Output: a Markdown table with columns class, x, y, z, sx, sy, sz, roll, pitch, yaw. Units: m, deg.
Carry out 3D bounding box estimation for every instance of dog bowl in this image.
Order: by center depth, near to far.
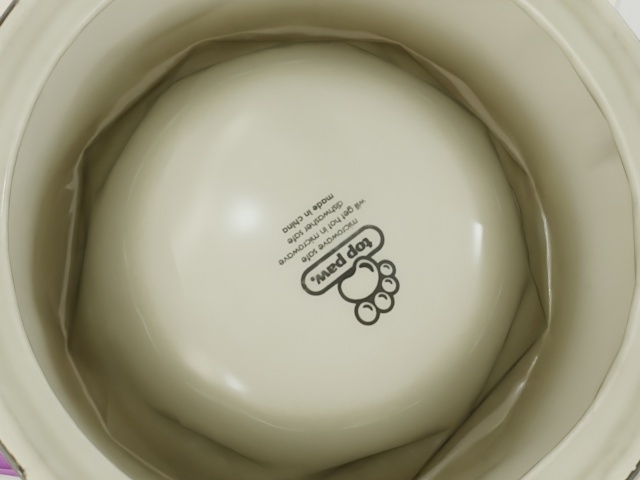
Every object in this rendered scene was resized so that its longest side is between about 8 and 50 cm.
| class | x | y | z | sx | sy | sz | roll | pitch | yaw |
| --- | --- | --- | --- | --- | --- | --- | --- | --- | --- |
| dog bowl | 0.000 | 0.000 | 0.545 | 0.408 | 0.150 | 0.407 | 2 | 77 | -7 |

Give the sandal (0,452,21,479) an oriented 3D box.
| class | x | y | z | sx | sy | sz | roll | pitch | yaw |
| --- | --- | --- | --- | --- | --- | --- | --- | --- | --- |
| sandal | -0.204 | 0.227 | 0.961 | 0.416 | 0.169 | 0.102 | 10 | 93 | -31 |
